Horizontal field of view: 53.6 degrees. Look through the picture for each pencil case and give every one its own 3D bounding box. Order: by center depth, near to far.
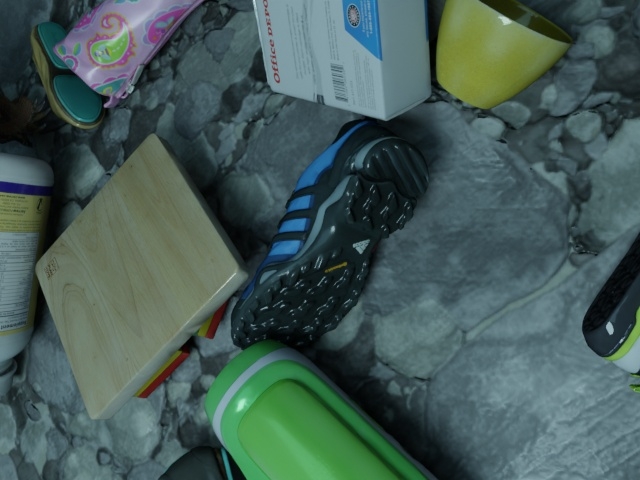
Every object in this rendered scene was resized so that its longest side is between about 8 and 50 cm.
[{"bbox_3d":[-0.243,-0.324,0.891,0.284,0.124,0.124,-44,63,13],"label":"pencil case"}]

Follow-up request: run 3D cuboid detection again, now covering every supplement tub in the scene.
[{"bbox_3d":[-0.508,0.035,0.862,0.241,0.241,0.331,12,94,29],"label":"supplement tub"}]

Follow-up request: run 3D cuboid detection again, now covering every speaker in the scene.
[{"bbox_3d":[0.019,0.231,0.621,0.296,0.131,0.131,39,98,27],"label":"speaker"}]

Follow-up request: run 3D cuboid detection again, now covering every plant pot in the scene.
[{"bbox_3d":[0.173,-0.193,0.650,0.134,0.134,0.095,47,127,27],"label":"plant pot"}]

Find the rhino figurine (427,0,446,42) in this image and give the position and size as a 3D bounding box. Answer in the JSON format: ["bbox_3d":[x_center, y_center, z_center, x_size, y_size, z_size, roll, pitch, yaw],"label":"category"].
[{"bbox_3d":[0.142,-0.300,0.706,0.243,0.073,0.106,-35,85,16],"label":"rhino figurine"}]

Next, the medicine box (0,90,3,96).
[{"bbox_3d":[-0.726,-0.257,1.105,0.263,0.149,0.289,-41,65,14],"label":"medicine box"}]

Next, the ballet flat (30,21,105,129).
[{"bbox_3d":[-0.394,-0.241,0.985,0.073,0.080,0.232,-52,55,40],"label":"ballet flat"}]

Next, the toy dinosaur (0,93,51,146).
[{"bbox_3d":[-0.492,-0.190,0.895,0.127,0.200,0.296,-20,28,11],"label":"toy dinosaur"}]

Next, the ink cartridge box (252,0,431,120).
[{"bbox_3d":[0.020,-0.224,0.690,0.082,0.140,0.190,-30,38,-30],"label":"ink cartridge box"}]

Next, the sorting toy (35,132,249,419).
[{"bbox_3d":[-0.214,0.045,0.797,0.255,0.089,0.257,-45,56,12],"label":"sorting toy"}]

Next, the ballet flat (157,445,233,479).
[{"bbox_3d":[-0.107,0.363,0.674,0.096,0.095,0.280,-16,59,-19],"label":"ballet flat"}]

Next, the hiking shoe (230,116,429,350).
[{"bbox_3d":[0.000,0.000,0.716,0.304,0.113,0.132,-50,31,16],"label":"hiking shoe"}]

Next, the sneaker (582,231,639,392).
[{"bbox_3d":[0.328,0.025,0.552,0.097,0.084,0.235,35,97,5],"label":"sneaker"}]
